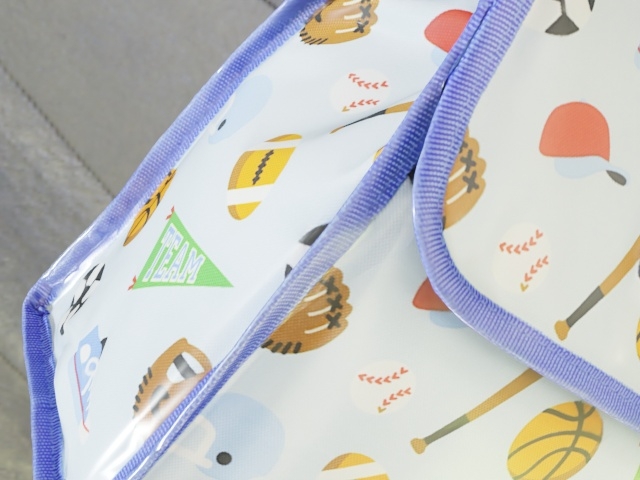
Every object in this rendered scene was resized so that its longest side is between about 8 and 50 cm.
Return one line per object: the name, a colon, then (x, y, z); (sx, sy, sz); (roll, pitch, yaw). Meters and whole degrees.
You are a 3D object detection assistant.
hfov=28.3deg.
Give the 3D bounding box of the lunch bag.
lunch bag: (0.084, 0.031, 0.660); (0.327, 0.385, 0.239); (31, 21, -34)
